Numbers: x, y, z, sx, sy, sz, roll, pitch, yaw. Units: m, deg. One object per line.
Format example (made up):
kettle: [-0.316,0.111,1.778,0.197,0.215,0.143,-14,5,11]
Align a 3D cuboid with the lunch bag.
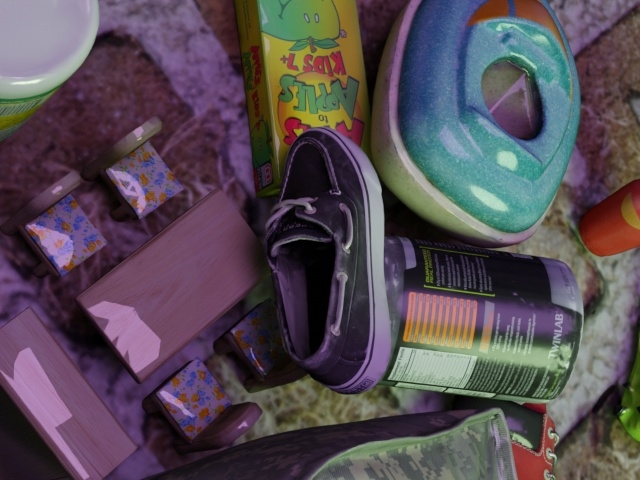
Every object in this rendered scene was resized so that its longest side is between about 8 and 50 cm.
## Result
lunch bag: [-0.032,0.205,0.794,0.287,0.235,0.168,1,75,-56]

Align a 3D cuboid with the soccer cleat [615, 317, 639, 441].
soccer cleat: [0.318,0.102,1.174,0.072,0.060,0.178,33,71,-29]

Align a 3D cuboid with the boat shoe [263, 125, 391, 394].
boat shoe: [0.000,0.000,0.921,0.070,0.078,0.219,31,38,-43]

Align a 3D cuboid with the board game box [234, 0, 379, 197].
board game box: [-0.012,-0.127,1.053,0.092,0.043,0.181,-1,79,-29]

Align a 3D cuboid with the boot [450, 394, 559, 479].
boot: [0.185,0.231,1.052,0.244,0.088,0.176,38,62,-12]

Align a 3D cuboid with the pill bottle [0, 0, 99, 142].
pill bottle: [-0.228,-0.121,0.838,0.118,0.208,0.117,7,75,-27]

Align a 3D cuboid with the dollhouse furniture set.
dollhouse furniture set: [-0.124,0.054,0.879,0.242,0.161,0.212,-40,98,-30]

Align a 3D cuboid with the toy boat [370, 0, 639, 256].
toy boat: [0.193,-0.094,1.084,0.318,0.148,0.267,32,52,-23]

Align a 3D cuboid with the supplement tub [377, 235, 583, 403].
supplement tub: [0.095,0.060,1.011,0.191,0.117,0.117,9,73,-10]
